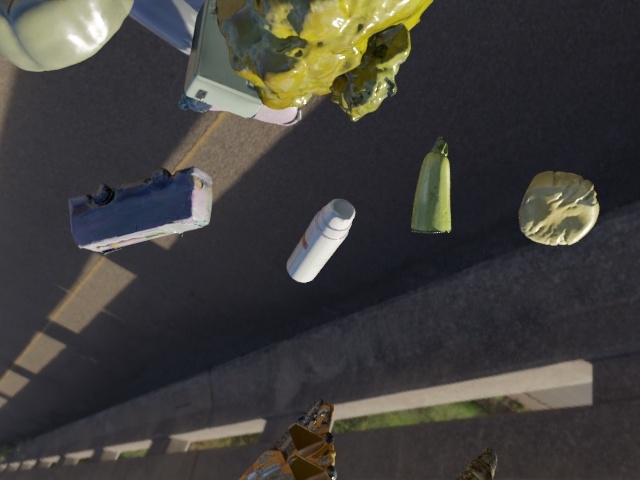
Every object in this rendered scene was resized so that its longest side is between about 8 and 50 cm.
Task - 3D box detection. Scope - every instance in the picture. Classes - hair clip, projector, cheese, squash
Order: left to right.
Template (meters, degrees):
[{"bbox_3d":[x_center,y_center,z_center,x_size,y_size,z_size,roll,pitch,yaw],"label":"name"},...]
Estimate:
[{"bbox_3d":[-0.223,-0.445,1.345,0.192,0.256,0.099,15,153,-27],"label":"projector"},{"bbox_3d":[-0.226,-0.403,1.579,0.359,0.095,0.110,9,113,-9],"label":"hair clip"},{"bbox_3d":[0.263,-0.129,1.247,0.094,0.224,0.094,5,-175,0],"label":"squash"},{"bbox_3d":[0.710,-0.092,1.625,0.214,0.117,0.225,15,123,22],"label":"cheese"}]

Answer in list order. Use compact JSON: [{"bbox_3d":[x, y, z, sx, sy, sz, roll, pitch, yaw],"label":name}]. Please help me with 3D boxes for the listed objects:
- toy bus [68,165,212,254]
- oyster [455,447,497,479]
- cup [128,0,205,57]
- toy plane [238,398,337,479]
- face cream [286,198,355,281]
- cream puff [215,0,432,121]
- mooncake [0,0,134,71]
[{"bbox_3d":[-0.392,-0.067,1.196,0.317,0.137,0.112,-13,167,15],"label":"toy bus"},{"bbox_3d":[0.174,0.448,0.681,0.204,0.396,0.111,23,138,-25],"label":"oyster"},{"bbox_3d":[-0.379,-0.664,1.521,0.372,0.253,0.253,37,142,-5],"label":"cup"},{"bbox_3d":[-0.087,0.397,0.835,0.103,0.204,0.316,31,119,-22],"label":"toy plane"},{"bbox_3d":[0.000,0.000,1.505,0.102,0.102,0.345,26,142,-6],"label":"face cream"},{"bbox_3d":[0.030,-0.230,0.594,0.282,0.282,0.185,-22,95,43],"label":"cream puff"},{"bbox_3d":[-0.455,-0.420,0.935,0.275,0.274,0.135,5,153,21],"label":"mooncake"}]
